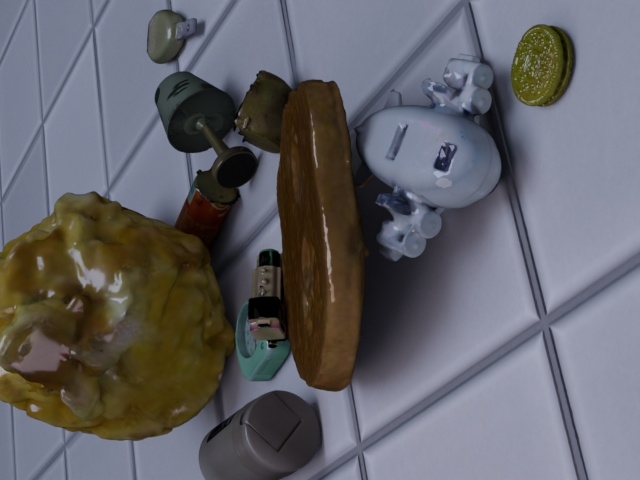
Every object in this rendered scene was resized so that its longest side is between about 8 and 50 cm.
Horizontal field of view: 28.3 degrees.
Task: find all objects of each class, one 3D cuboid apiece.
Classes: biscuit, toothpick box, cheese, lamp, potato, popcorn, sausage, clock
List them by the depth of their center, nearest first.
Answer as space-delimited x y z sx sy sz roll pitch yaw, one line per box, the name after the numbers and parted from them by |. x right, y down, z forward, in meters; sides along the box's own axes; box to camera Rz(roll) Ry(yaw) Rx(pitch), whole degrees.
0.225 -0.178 1.292 0.084 0.023 0.084 -13 76 63 | biscuit
0.002 0.000 1.547 0.385 0.062 0.365 121 143 -74 | biscuit
-0.085 0.278 1.722 0.180 0.111 0.111 -40 51 56 | toothpick box
-0.062 -0.175 1.804 0.172 0.089 0.101 71 -138 -82 | potato
-0.087 0.127 1.824 0.101 0.041 0.135 -55 39 45 | clock
-0.336 0.119 1.922 0.354 0.390 0.344 2 71 40 | popcorn
-0.177 -0.173 1.961 0.215 0.121 0.121 52 132 39 | lamp
-0.208 -0.001 2.040 0.264 0.083 0.083 -61 36 41 | sausage
-0.256 -0.363 2.221 0.192 0.037 0.097 5 91 63 | cheese

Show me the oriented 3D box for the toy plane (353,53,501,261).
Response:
0.118 -0.093 1.393 0.244 0.117 0.245 -33 46 42 | toy plane

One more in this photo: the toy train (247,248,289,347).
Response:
-0.069 0.074 1.737 0.087 0.050 0.138 66 -158 -61 | toy train

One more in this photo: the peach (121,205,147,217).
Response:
-0.369 0.037 2.180 0.231 0.231 0.231 -16 72 61 | peach
